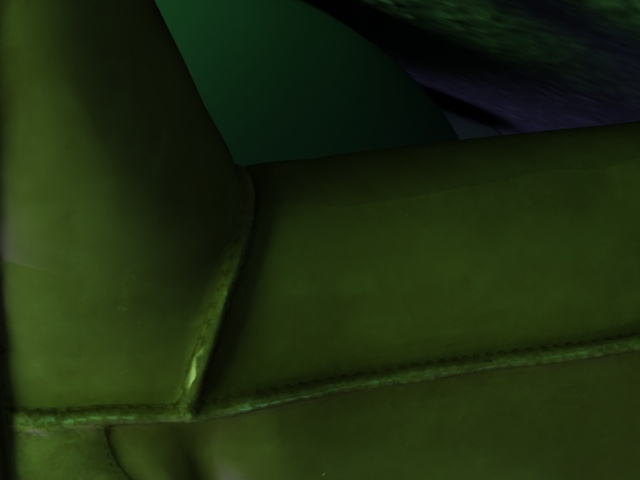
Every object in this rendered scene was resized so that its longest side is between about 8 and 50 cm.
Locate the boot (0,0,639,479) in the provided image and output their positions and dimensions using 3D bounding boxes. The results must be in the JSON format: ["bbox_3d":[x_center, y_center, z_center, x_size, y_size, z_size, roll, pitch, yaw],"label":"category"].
[{"bbox_3d":[0.027,-0.016,0.400,0.269,0.236,0.089,-4,-152,-18],"label":"boot"}]

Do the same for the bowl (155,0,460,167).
[{"bbox_3d":[-0.060,0.008,0.606,0.311,0.163,0.311,14,149,9],"label":"bowl"}]

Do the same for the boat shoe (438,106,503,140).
[{"bbox_3d":[-0.081,-0.053,0.756,0.335,0.119,0.121,19,179,2],"label":"boat shoe"}]
